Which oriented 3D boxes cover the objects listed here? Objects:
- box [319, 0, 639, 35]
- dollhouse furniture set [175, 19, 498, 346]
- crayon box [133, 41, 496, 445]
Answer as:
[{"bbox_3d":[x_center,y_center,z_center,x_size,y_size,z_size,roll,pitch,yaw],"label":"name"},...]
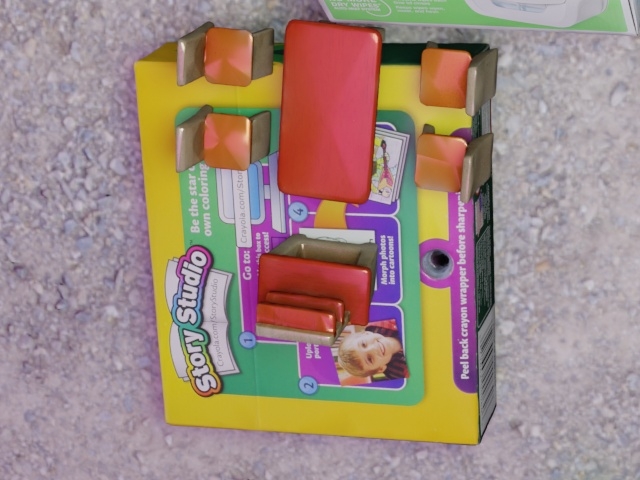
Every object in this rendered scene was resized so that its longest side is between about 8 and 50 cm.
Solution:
[{"bbox_3d":[0.139,-0.292,1.351,0.262,0.231,0.127,5,151,21],"label":"box"},{"bbox_3d":[0.004,-0.056,1.441,0.262,0.135,0.259,7,108,14],"label":"dollhouse furniture set"},{"bbox_3d":[0.000,0.000,1.594,0.313,0.106,0.363,3,109,16],"label":"crayon box"}]
